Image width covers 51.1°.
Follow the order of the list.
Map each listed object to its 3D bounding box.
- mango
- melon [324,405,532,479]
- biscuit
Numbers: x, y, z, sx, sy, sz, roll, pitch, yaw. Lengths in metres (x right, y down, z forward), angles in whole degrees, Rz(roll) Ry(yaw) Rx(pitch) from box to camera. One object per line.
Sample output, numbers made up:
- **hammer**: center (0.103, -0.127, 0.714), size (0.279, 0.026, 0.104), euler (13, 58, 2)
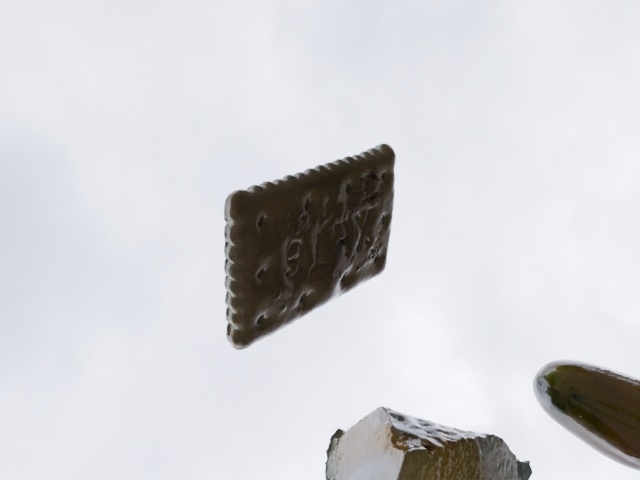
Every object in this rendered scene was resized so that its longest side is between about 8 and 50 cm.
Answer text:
- **mango**: center (0.467, 0.274, 1.080), size (0.254, 0.175, 0.139), euler (28, -100, 17)
- **melon**: center (0.064, 0.163, 0.480), size (0.202, 0.139, 0.093), euler (0, -76, -46)
- **biscuit**: center (0.000, 0.000, 0.895), size (0.325, 0.044, 0.217), euler (-22, -58, -45)
